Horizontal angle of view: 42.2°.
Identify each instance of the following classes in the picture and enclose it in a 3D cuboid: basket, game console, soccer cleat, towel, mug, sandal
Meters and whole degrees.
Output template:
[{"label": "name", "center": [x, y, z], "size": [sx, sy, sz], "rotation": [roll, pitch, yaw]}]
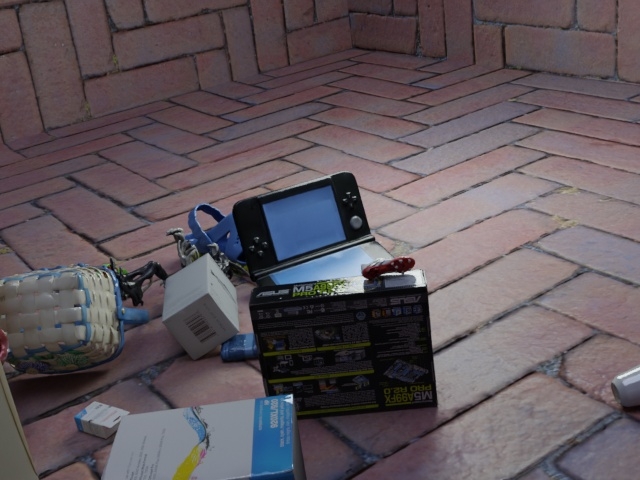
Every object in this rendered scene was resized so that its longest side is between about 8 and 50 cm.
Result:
[{"label": "basket", "center": [-0.484, 0.148, 1.554], "size": [0.254, 0.201, 0.289], "rotation": [-7, -5, 7]}, {"label": "game console", "center": [0.000, 0.000, 1.715], "size": [0.293, 0.250, 0.173], "rotation": [-18, 5, -22]}, {"label": "soccer cleat", "center": [0.100, 0.037, 1.246], "size": [0.083, 0.029, 0.036], "rotation": [-15, 29, -4]}, {"label": "towel", "center": [-0.121, 0.190, 1.513], "size": [0.119, 0.029, 0.067], "rotation": [-6, 24, 4]}, {"label": "mug", "center": [0.467, 0.220, 1.231], "size": [0.064, 0.078, 0.062], "rotation": [-18, 56, 0]}, {"label": "sandal", "center": [-0.183, -0.008, 1.857], "size": [0.317, 0.138, 0.126], "rotation": [3, 25, 19]}]

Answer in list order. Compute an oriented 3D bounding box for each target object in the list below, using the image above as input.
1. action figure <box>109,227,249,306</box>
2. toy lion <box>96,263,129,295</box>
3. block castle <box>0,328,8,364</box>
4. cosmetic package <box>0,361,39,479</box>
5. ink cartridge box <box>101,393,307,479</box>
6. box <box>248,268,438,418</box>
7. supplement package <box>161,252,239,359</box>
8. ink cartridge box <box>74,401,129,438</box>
[{"label": "action figure", "center": [-0.290, 0.051, 1.736], "size": [0.275, 0.141, 0.164], "rotation": [-10, 12, -23]}, {"label": "toy lion", "center": [-0.441, 0.091, 1.763], "size": [0.034, 0.096, 0.100], "rotation": [4, 25, 26]}, {"label": "block castle", "center": [-0.723, 0.115, 1.249], "size": [0.452, 0.213, 0.303], "rotation": [-7, 65, -25]}, {"label": "cosmetic package", "center": [-0.506, 0.260, 1.127], "size": [0.160, 0.310, 0.113], "rotation": [1, 25, 18]}, {"label": "ink cartridge box", "center": [-0.137, 0.319, 1.040], "size": [0.232, 0.171, 0.168], "rotation": [-7, 23, 1]}, {"label": "box", "center": [0.038, 0.165, 1.283], "size": [0.269, 0.216, 0.060], "rotation": [-7, 25, 5]}, {"label": "supplement package", "center": [-0.226, 0.122, 1.572], "size": [0.105, 0.105, 0.179], "rotation": [-33, 24, 6]}, {"label": "ink cartridge box", "center": [-0.352, 0.294, 1.350], "size": [0.083, 0.028, 0.048], "rotation": [7, 28, 32]}]
